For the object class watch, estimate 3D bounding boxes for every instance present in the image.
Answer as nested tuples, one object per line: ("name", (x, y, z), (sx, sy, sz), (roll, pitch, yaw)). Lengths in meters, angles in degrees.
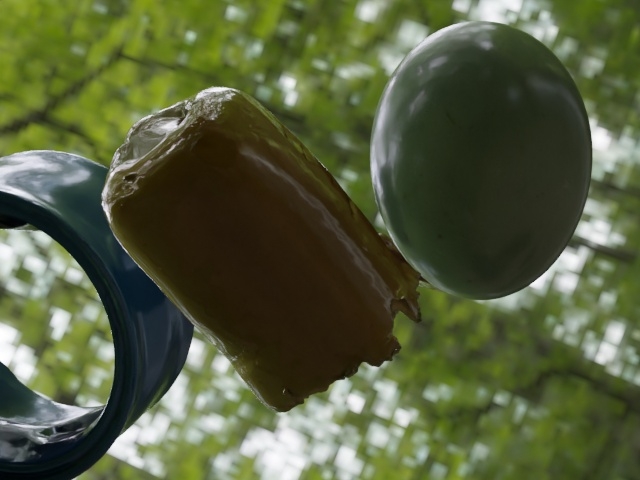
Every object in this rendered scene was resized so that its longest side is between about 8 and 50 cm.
("watch", (-0.244, 0.024, 1.499), (0.241, 0.274, 0.305), (-45, -48, -63))

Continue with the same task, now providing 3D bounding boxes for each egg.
("egg", (0.108, -0.054, 1.318), (0.149, 0.149, 0.192), (46, -141, -64))

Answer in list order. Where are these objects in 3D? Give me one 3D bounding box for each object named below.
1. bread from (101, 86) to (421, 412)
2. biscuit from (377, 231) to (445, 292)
("bread", (-0.030, -0.003, 1.036), (0.085, 0.173, 0.134), (-37, 12, 28))
("biscuit", (0.000, 0.000, 1.576), (0.183, 0.280, 0.043), (35, -114, -88))
